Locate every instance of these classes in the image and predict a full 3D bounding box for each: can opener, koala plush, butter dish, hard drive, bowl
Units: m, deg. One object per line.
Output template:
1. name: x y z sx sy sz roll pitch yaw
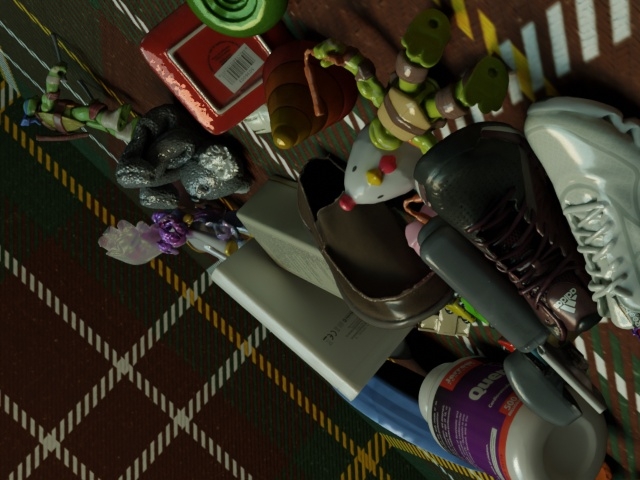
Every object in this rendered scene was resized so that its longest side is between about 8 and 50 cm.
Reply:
1. can opener: 0.196 0.098 0.869 0.283 0.095 0.076 42 -163 -12
2. koala plush: -0.245 -0.153 1.589 0.221 0.203 0.196 17 169 12
3. butter dish: -0.126 -0.246 1.037 0.160 0.160 0.118 50 -173 -28
4. hard drive: -0.010 0.120 1.587 0.353 0.233 0.047 41 135 8
5. bowl: 0.208 0.343 1.682 0.391 0.077 0.391 27 -177 -1

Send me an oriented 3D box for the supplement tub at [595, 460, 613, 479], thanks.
1. supplement tub: 0.452 0.435 1.469 0.117 0.117 0.190 39 166 13

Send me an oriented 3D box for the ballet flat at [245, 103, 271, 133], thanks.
1. ballet flat: -0.095 -0.191 1.202 0.232 0.073 0.080 23 157 52

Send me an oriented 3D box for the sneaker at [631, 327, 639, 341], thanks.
1. sneaker: 0.331 0.064 0.811 0.170 0.071 0.068 45 166 -6

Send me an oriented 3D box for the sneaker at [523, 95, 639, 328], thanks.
1. sneaker: 0.270 0.000 0.702 0.292 0.118 0.110 47 167 -11

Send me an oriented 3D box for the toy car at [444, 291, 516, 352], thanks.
1. toy car: 0.239 0.098 1.143 0.239 0.053 0.225 35 174 25

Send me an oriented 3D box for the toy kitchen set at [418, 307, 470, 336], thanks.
1. toy kitchen set: 0.211 0.110 1.362 0.083 0.075 0.068 7 116 8

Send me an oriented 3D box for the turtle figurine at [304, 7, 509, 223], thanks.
1. turtle figurine: 0.104 -0.129 0.825 0.269 0.087 0.217 52 158 -1

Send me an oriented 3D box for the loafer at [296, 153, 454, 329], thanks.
1. loafer: 0.049 -0.008 1.137 0.366 0.134 0.130 44 165 51

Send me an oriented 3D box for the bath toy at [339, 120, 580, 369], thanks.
1. bath toy: 0.161 0.001 0.969 0.348 0.129 0.151 44 166 -1

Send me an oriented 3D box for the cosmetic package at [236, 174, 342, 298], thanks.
1. cosmetic package: 0.000 0.000 1.426 0.309 0.113 0.160 23 156 52

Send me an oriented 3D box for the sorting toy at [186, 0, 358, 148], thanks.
1. sorting toy: -0.096 -0.234 0.888 0.127 0.126 0.365 -18 125 33

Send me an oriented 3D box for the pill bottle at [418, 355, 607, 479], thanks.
1. pill bottle: 0.299 0.295 1.342 0.181 0.181 0.323 48 164 -21

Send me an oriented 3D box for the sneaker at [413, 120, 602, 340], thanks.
1. sneaker: 0.200 0.004 0.750 0.281 0.106 0.162 26 -149 -52

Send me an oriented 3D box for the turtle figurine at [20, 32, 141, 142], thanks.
1. turtle figurine: -0.549 -0.345 1.918 0.266 0.274 0.197 19 138 10

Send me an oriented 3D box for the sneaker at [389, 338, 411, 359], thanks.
1. sneaker: 0.115 0.215 1.836 0.212 0.080 0.094 31 173 35

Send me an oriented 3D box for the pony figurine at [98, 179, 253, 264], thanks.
1. pony figurine: -0.320 -0.034 1.958 0.364 0.302 0.351 17 163 28
